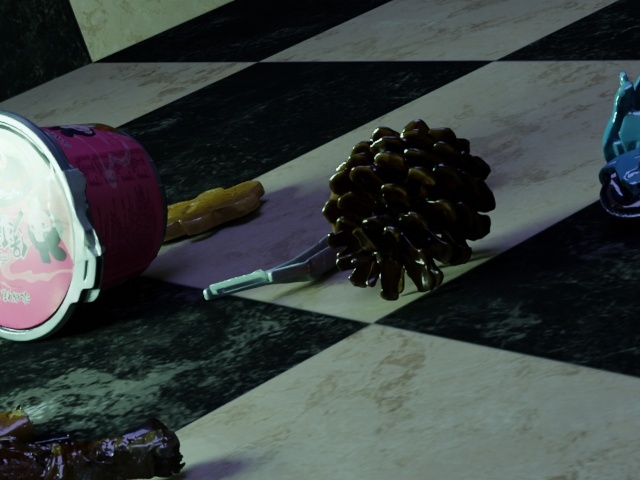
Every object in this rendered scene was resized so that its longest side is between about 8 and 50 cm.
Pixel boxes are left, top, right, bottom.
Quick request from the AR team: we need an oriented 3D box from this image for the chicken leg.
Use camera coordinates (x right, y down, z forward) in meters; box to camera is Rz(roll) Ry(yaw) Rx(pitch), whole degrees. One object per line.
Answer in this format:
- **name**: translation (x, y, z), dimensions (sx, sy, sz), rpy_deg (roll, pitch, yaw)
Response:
- **chicken leg**: translation (-0.219, 0.199, 1.665), dimensions (0.196, 0.080, 0.125), rpy_deg (-20, 24, -30)

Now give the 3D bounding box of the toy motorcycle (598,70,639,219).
- **toy motorcycle**: translation (0.386, -0.111, 1.917), dimensions (0.272, 0.123, 0.182), rpy_deg (-20, 37, 6)

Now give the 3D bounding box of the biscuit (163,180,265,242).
- **biscuit**: translation (-0.154, -0.028, 2.417), dimensions (0.184, 0.027, 0.133), rpy_deg (-21, 16, 1)

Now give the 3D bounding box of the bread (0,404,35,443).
- **bread**: translation (-0.307, 0.187, 1.864), dimensions (0.083, 0.036, 0.047), rpy_deg (-24, 24, -21)

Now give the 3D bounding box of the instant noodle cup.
- **instant noodle cup**: translation (-0.289, -0.029, 2.242), dimensions (0.302, 0.258, 0.181), rpy_deg (35, 31, 30)

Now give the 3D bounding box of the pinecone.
- **pinecone**: translation (0.077, -0.020, 1.911), dimensions (0.163, 0.163, 0.165), rpy_deg (-9, 32, 34)

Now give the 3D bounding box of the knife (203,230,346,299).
- **knife**: translation (0.001, 0.002, 2.089), dimensions (0.123, 0.053, 0.278), rpy_deg (-10, 17, 44)
